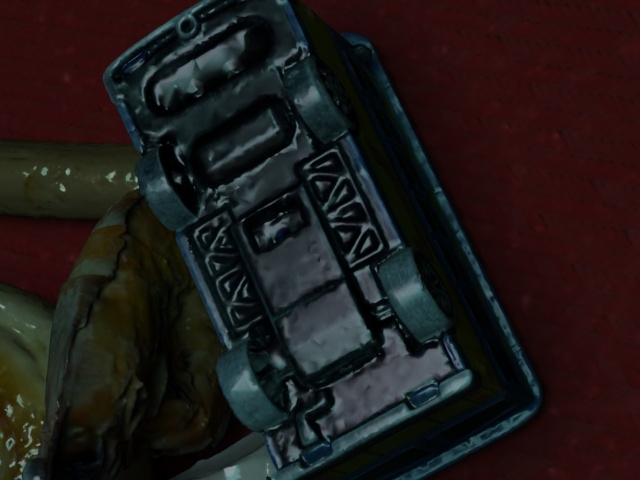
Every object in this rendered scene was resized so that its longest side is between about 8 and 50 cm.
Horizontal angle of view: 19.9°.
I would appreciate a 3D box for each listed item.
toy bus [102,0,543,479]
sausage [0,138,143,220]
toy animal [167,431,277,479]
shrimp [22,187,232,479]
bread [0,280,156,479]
[{"bbox_3d":[0.000,0.000,1.188,0.152,0.190,0.312,-30,70,15],"label":"toy bus"},{"bbox_3d":[-0.227,-0.050,1.363,0.301,0.066,0.066,5,82,25],"label":"sausage"},{"bbox_3d":[-0.026,0.225,1.202,0.127,0.131,0.182,-11,105,53],"label":"toy animal"},{"bbox_3d":[-0.116,0.095,1.189,0.062,0.164,0.317,-25,30,30],"label":"shrimp"},{"bbox_3d":[-0.250,0.169,1.277,0.305,0.159,0.305,-4,79,21],"label":"bread"}]
